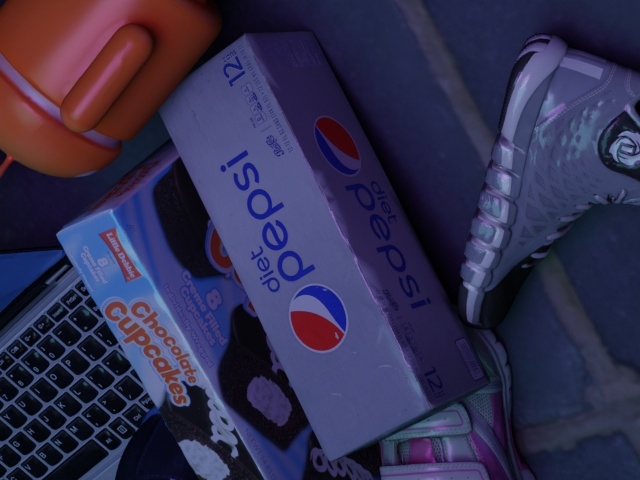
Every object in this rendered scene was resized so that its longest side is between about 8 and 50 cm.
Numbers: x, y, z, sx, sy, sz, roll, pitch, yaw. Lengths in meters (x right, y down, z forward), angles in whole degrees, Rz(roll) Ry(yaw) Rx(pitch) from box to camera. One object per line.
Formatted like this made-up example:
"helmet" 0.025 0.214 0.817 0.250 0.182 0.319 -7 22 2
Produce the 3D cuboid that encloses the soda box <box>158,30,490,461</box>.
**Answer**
"soda box" 0.000 0.000 1.161 0.098 0.091 0.286 -32 80 32

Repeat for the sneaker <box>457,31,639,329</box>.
"sneaker" 0.174 -0.020 1.127 0.132 0.086 0.228 16 124 8

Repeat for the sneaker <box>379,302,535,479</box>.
"sneaker" 0.093 0.156 1.234 0.103 0.111 0.252 -15 108 30

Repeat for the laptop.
"laptop" -0.286 0.190 1.319 0.408 0.236 0.382 43 125 -11

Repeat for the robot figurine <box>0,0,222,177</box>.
"robot figurine" -0.154 -0.134 1.131 0.219 0.128 0.158 -49 62 11

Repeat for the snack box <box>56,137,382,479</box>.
"snack box" -0.049 0.084 1.217 0.060 0.187 0.322 -21 105 31

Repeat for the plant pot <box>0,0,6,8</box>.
"plant pot" -0.350 -0.128 1.192 0.248 0.252 0.247 17 90 16

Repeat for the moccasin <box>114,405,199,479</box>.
"moccasin" -0.134 0.265 1.314 0.138 0.116 0.342 9 138 8
